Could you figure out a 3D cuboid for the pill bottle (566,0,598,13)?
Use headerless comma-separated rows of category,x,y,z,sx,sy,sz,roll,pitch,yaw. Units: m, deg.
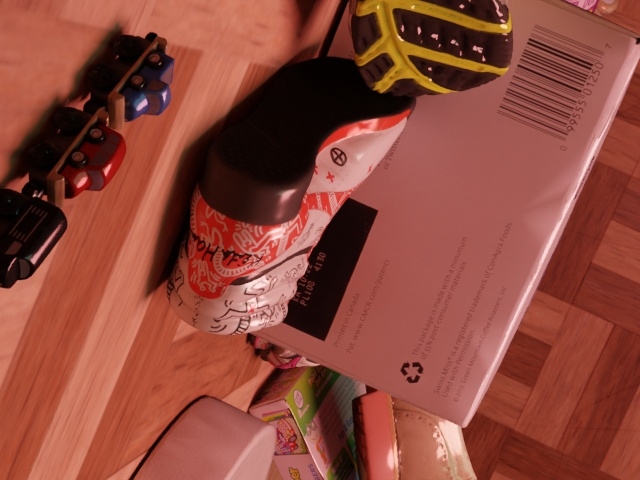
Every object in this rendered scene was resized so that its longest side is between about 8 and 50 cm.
pill bottle,0.204,-0.228,1.547,0.301,0.169,0.169,104,13,-47

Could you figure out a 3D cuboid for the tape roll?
tape roll,-0.154,0.328,1.257,0.392,0.072,0.392,-62,171,-18

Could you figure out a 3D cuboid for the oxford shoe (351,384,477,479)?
oxford shoe,0.109,0.098,1.604,0.140,0.146,0.397,-176,-95,-85

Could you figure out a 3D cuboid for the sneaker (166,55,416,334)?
sneaker,-0.023,-0.033,0.998,0.270,0.090,0.145,-45,159,-58

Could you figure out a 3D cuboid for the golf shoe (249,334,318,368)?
golf shoe,-0.018,0.104,1.416,0.186,0.086,0.067,53,61,-82

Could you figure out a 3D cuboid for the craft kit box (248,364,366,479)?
craft kit box,0.028,0.246,1.671,0.246,0.061,0.250,67,24,-12

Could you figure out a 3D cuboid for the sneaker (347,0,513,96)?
sneaker,0.054,-0.233,0.876,0.385,0.145,0.147,85,0,-68

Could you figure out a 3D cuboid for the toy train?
toy train,-0.108,-0.039,0.629,0.158,0.036,0.027,-60,170,-34

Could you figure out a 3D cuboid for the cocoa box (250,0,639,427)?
cocoa box,0.104,-0.059,1.200,0.347,0.231,0.228,-68,171,12

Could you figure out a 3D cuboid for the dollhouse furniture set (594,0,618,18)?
dollhouse furniture set,0.369,-0.362,1.660,0.303,0.174,0.355,-42,-178,-38
